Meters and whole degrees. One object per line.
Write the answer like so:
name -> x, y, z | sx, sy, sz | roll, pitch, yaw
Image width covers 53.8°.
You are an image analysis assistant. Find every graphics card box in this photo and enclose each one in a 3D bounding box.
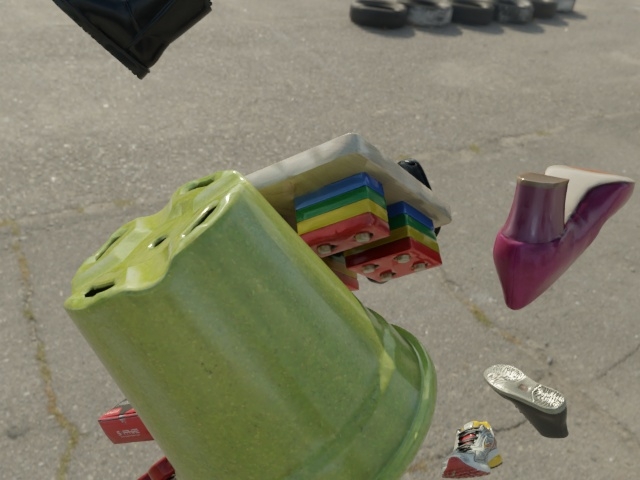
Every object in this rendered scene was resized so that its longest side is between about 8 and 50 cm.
graphics card box -> -0.391, 0.407, 1.730 | 0.232, 0.094, 0.371 | -20, 12, 39

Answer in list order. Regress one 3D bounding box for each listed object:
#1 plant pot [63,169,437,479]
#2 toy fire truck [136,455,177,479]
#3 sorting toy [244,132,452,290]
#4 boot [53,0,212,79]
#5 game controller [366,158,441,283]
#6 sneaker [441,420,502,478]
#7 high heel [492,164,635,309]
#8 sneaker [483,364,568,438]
plant pot -> -0.076, 0.088, 0.567 | 0.276, 0.254, 0.276 | -29, 23, 14
toy fire truck -> -0.330, 0.540, 1.203 | 0.253, 0.302, 0.169 | -24, 74, -40
sorting toy -> 0.000, 0.000, 0.761 | 0.255, 0.090, 0.257 | -18, -23, 28
boot -> -0.335, -0.436, 1.110 | 0.246, 0.207, 0.094 | 41, 5, -36
game controller -> 0.146, -0.029, 1.296 | 0.067, 0.319, 0.167 | -19, 73, -26
sneaker -> 0.280, 0.397, 1.201 | 0.088, 0.093, 0.225 | -15, -13, 24
high heel -> 0.372, -0.017, 0.969 | 0.377, 0.182, 0.127 | -8, 21, -44
sneaker -> 0.484, 0.387, 1.501 | 0.083, 0.118, 0.222 | -32, 31, -22
